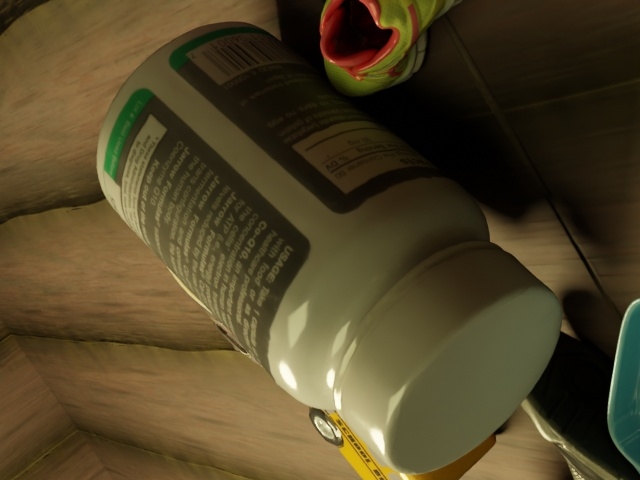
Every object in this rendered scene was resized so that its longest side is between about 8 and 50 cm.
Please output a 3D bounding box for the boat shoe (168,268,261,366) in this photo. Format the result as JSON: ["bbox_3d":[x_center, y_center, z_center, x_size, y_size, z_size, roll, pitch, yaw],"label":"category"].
[{"bbox_3d":[-0.071,0.077,1.439,0.285,0.103,0.092,37,148,19],"label":"boat shoe"}]

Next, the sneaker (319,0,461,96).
[{"bbox_3d":[0.030,-0.150,0.939,0.081,0.094,0.208,48,158,5],"label":"sneaker"}]

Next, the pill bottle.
[{"bbox_3d":[0.000,0.000,1.034,0.361,0.204,0.204,44,156,33],"label":"pill bottle"}]

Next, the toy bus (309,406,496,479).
[{"bbox_3d":[0.017,0.096,1.291,0.333,0.108,0.130,53,156,-2],"label":"toy bus"}]

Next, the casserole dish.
[{"bbox_3d":[0.261,0.109,0.930,0.114,0.037,0.188,34,143,34],"label":"casserole dish"}]

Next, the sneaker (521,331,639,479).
[{"bbox_3d":[0.217,0.173,1.061,0.227,0.087,0.130,44,149,6],"label":"sneaker"}]
